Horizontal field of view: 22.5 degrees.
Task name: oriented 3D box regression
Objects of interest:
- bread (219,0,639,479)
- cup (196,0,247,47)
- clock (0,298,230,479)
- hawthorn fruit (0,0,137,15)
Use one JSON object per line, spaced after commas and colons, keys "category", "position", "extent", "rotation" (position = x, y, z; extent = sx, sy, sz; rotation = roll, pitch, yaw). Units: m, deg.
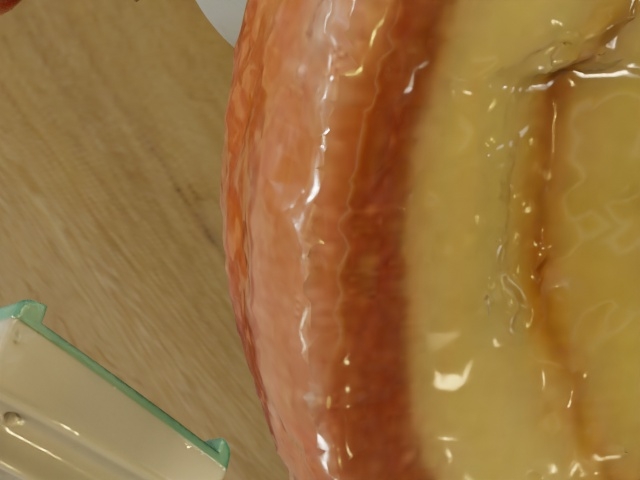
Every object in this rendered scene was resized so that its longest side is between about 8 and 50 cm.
{"category": "bread", "position": [0.067, -0.024, 0.384], "extent": [0.190, 0.123, 0.244], "rotation": [-12, 110, -12]}
{"category": "cup", "position": [0.071, -0.164, 0.768], "extent": [0.206, 0.312, 0.205], "rotation": [-4, 101, -23]}
{"category": "clock", "position": [-0.244, 0.168, 1.273], "extent": [0.231, 0.262, 0.116], "rotation": [41, 53, -30]}
{"category": "hawthorn fruit", "position": [-0.312, -0.287, 1.600], "extent": [0.286, 0.165, 0.165], "rotation": [3, 95, 19]}
